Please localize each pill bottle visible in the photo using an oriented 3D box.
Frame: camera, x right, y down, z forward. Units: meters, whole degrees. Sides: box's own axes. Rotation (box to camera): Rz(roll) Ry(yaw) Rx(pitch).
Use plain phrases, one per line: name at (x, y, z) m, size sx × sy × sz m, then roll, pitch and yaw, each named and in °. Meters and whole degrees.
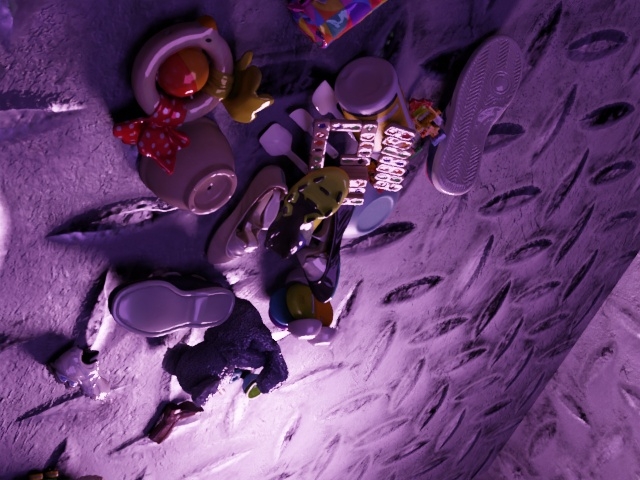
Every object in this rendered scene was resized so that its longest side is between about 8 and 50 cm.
pill bottle at (0.107, -0.242, 1.820) m, size 0.119 × 0.119 × 0.208 m, roll -40°, pitch 150°, yaw -5°

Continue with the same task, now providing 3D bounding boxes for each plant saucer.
plant saucer at (0.111, -0.069, 2.135) m, size 0.195 × 0.037 × 0.195 m, roll -29°, pitch 147°, yaw -21°

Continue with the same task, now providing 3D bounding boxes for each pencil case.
pencil case at (0.058, -0.413, 1.564) m, size 0.236 × 0.104 × 0.104 m, roll -40°, pitch 150°, yaw -8°

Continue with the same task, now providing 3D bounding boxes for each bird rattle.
bird rattle at (-0.215, -0.240, 1.485) m, size 0.253 × 0.143 × 0.207 m, roll -24°, pitch 136°, yaw -6°

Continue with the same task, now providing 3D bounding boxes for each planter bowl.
planter bowl at (-0.208, -0.114, 1.622) m, size 0.162 × 0.109 × 0.162 m, roll -31°, pitch 149°, yaw -21°

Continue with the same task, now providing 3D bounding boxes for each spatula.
spatula at (-0.013, -0.200, 1.840) m, size 0.168 × 0.019 × 0.242 m, roll -45°, pitch 154°, yaw 3°

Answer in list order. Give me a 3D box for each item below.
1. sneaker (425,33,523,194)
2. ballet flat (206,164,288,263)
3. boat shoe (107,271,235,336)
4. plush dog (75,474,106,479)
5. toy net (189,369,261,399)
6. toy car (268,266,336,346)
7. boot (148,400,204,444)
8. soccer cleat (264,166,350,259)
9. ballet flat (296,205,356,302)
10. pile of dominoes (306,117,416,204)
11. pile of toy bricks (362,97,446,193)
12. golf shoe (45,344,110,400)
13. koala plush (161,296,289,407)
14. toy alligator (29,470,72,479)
sneaker at (0.309, -0.272, 2.045) m, size 0.131 × 0.148 × 0.350 m, roll 23°, pitch 94°, yaw -15°
ballet flat at (-0.137, -0.031, 1.843) m, size 0.086 × 0.086 × 0.248 m, roll 1°, pitch 130°, yaw -50°
boat shoe at (-0.297, 0.117, 1.833) m, size 0.302 × 0.091 × 0.114 m, roll 13°, pitch 100°, yaw -53°
plush dog at (-0.555, 0.615, 2.126) m, size 0.225 × 0.210 × 0.262 m, roll -49°, pitch -173°, yaw -16°
toy net at (-0.208, 0.332, 2.269) m, size 0.232 × 0.045 × 0.122 m, roll -4°, pitch 134°, yaw -47°
toy car at (-0.049, 0.155, 2.158) m, size 0.136 × 0.159 × 0.182 m, roll -12°, pitch 159°, yaw 22°
boot at (-0.338, 0.428, 2.246) m, size 0.106 × 0.037 × 0.114 m, roll 10°, pitch 120°, yaw -39°
soccer cleat at (-0.023, -0.072, 1.870) m, size 0.289 × 0.093 × 0.121 m, roll -49°, pitch -173°, yaw 50°
ballet flat at (0.000, 0.000, 2.018) m, size 0.096 × 0.095 × 0.281 m, roll 0°, pitch 111°, yaw -36°
pile of dominoes at (0.076, -0.145, 1.834) m, size 0.195 × 0.040 × 0.251 m, roll 1°, pitch 154°, yaw -4°
pile of toy bricks at (0.151, -0.203, 1.963) m, size 0.212 × 0.118 × 0.105 m, roll -40°, pitch 116°, yaw 15°
golf shoe at (-0.447, 0.255, 1.866) m, size 0.086 × 0.069 × 0.176 m, roll -48°, pitch 152°, yaw -3°
koala plush at (-0.213, 0.244, 2.024) m, size 0.221 × 0.196 × 0.203 m, roll -32°, pitch 137°, yaw -17°
toy alligator at (-0.613, 0.524, 2.035) m, size 0.051 × 0.056 × 0.189 m, roll -12°, pitch 170°, yaw 37°
